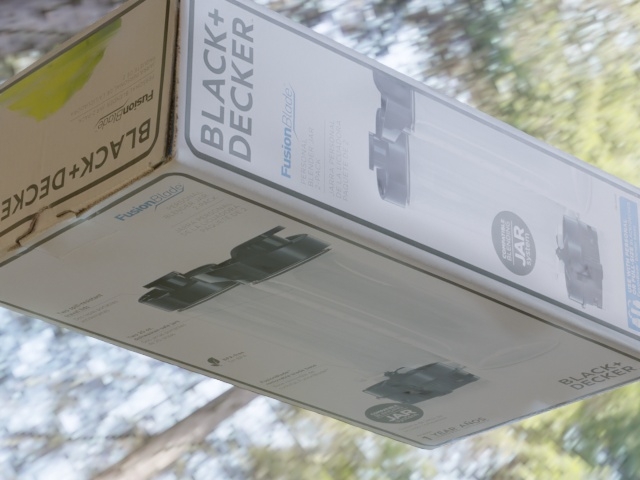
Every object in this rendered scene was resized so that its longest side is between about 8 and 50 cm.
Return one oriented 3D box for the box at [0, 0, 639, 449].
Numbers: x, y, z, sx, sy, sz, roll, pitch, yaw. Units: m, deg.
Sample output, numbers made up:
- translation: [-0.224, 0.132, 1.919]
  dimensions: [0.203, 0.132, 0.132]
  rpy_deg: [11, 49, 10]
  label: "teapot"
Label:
- translation: [0.000, 0.000, 0.876]
  dimensions: [0.169, 0.290, 0.087]
  rpy_deg: [-26, -127, 44]
  label: "box"
